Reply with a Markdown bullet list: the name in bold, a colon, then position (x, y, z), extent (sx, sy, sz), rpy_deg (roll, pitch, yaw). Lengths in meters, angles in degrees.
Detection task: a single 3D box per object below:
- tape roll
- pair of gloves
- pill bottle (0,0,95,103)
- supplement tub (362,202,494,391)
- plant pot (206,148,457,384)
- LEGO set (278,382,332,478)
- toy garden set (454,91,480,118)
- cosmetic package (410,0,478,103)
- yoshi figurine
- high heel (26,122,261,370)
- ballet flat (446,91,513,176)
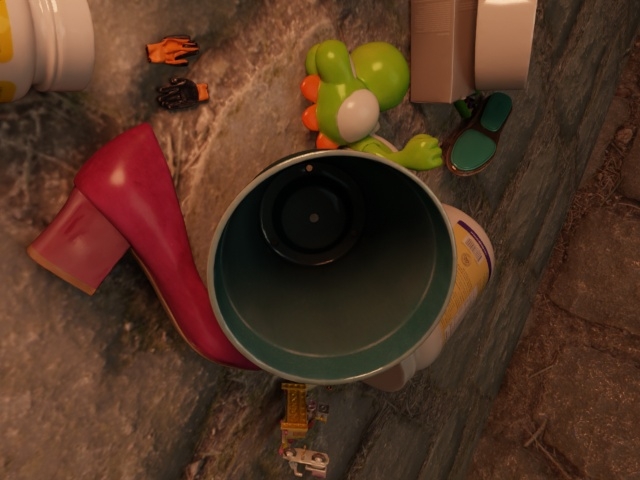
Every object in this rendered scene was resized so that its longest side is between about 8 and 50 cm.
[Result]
- **tape roll**: position (0.375, -0.450, 0.892), extent (0.286, 0.100, 0.287), rpy_deg (6, 90, -68)
- **pair of gloves**: position (-0.172, -0.204, 0.542), extent (0.074, 0.010, 0.083), rpy_deg (-32, 130, -40)
- **pill bottle**: position (-0.293, -0.162, 0.328), extent (0.208, 0.119, 0.119), rpy_deg (-18, 117, -45)
- **supplement tub**: position (0.167, 0.101, 0.881), extent (0.331, 0.241, 0.241), rpy_deg (-42, 133, -31)
- **plant pot**: position (0.000, 0.000, 0.594), extent (0.271, 0.255, 0.272), rpy_deg (-2, 109, -7)
- **LEGO set**: position (-0.013, 0.317, 0.863), extent (0.287, 0.132, 0.107), rpy_deg (-57, 163, -54)
- **toy garden set**: position (0.375, -0.453, 1.068), extent (0.203, 0.049, 0.245), rpy_deg (30, 81, -51)
- **cosmetic package**: position (0.252, -0.407, 0.900), extent (0.127, 0.107, 0.238), rpy_deg (-29, 128, -42)
- **yoshi figurine**: position (0.107, -0.170, 0.750), extent (0.362, 0.203, 0.203), rpy_deg (65, 34, -26)
- **high heel**: position (-0.141, 0.037, 0.570), extent (0.181, 0.127, 0.377), rpy_deg (-52, 135, -7)
- **ballet flat**: position (0.403, -0.250, 1.144), extent (0.316, 0.107, 0.106), rpy_deg (-49, 170, -25)
